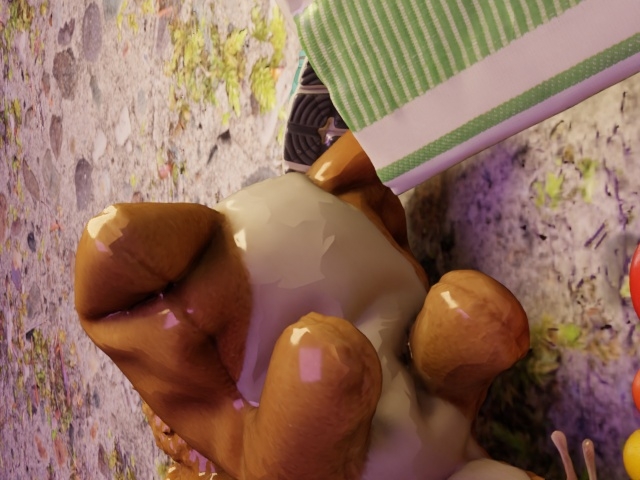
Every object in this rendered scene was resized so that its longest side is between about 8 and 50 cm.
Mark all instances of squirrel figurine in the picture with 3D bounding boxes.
[{"bbox_3d":[0.017,0.160,0.613,0.370,0.281,0.397,53,140,16],"label":"squirrel figurine"}]

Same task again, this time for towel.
[{"bbox_3d":[0.045,-0.204,0.427,0.248,0.038,0.324,-26,101,40],"label":"towel"}]

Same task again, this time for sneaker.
[{"bbox_3d":[0.026,-0.168,0.712,0.110,0.107,0.275,-136,56,-67],"label":"sneaker"}]

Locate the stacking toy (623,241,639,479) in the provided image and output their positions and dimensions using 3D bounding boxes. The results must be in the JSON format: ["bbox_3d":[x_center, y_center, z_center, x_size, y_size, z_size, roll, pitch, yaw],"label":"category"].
[{"bbox_3d":[0.209,0.144,0.445,0.141,0.141,0.330,-6,84,54],"label":"stacking toy"}]
